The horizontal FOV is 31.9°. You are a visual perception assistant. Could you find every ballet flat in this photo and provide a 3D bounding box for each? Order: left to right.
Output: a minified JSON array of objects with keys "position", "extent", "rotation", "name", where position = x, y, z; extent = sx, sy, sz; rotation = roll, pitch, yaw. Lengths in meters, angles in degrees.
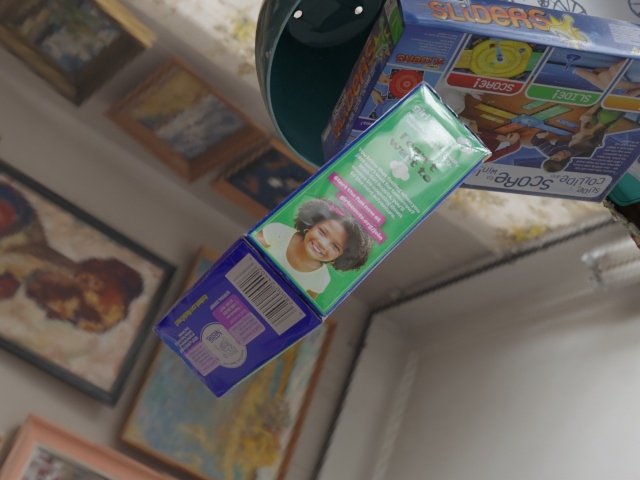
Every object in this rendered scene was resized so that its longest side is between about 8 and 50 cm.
[{"position":[0.333,-0.022,1.140],"extent":[0.077,0.091,0.241],"rotation":[91,-20,-59],"name":"ballet flat"}]

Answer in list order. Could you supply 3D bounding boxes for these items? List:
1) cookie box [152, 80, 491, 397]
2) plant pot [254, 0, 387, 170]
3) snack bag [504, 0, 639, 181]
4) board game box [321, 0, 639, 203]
[{"position":[0.000,0.000,0.414],"extent":[0.107,0.040,0.092],"rotation":[-44,-178,-36],"name":"cookie box"},{"position":[0.044,-0.244,1.284],"extent":[0.290,0.290,0.195],"rotation":[-49,-140,15],"name":"plant pot"},{"position":[0.204,-0.261,0.861],"extent":[0.343,0.323,0.037],"rotation":[-59,-170,-19],"name":"snack bag"},{"position":[0.117,-0.084,0.695],"extent":[0.136,0.201,0.035],"rotation":[119,-30,-49],"name":"board game box"}]
